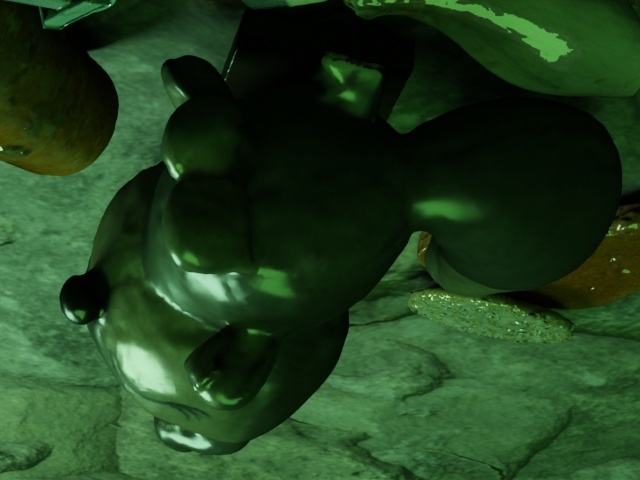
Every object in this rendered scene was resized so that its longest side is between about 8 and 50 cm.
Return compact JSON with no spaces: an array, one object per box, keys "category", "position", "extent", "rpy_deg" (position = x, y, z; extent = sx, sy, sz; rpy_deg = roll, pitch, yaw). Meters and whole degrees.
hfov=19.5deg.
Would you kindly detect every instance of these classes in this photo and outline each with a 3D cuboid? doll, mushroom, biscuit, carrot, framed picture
[{"category":"doll","position":[0.003,0.033,1.373],"extent":[0.378,0.252,0.382],"rpy_deg":[12,156,-11]},{"category":"mushroom","position":[0.110,-0.152,1.226],"extent":[0.225,0.093,0.116],"rpy_deg":[11,171,-22]},{"category":"biscuit","position":[0.150,0.065,1.637],"extent":[0.152,0.020,0.152],"rpy_deg":[12,167,3]},{"category":"carrot","position":[-0.240,-0.140,1.243],"extent":[0.138,0.139,0.302],"rpy_deg":[-10,159,24]},{"category":"framed picture","position":[-0.013,-0.105,1.393],"extent":[0.128,0.023,0.168],"rpy_deg":[11,150,-10]},{"category":"biscuit","position":[0.196,-0.002,1.532],"extent":[0.192,0.036,0.186],"rpy_deg":[17,151,-23]}]

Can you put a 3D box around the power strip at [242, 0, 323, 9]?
[{"category":"power strip","position":[-0.050,-0.240,1.075],"extent":[0.070,0.105,0.257],"rpy_deg":[-3,151,20]}]

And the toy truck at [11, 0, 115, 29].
[{"category":"toy truck","position":[-0.221,-0.212,1.072],"extent":[0.108,0.140,0.256],"rpy_deg":[-19,164,35]}]
